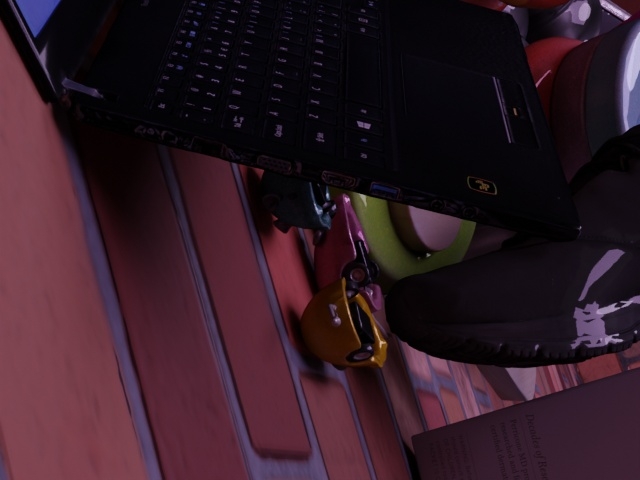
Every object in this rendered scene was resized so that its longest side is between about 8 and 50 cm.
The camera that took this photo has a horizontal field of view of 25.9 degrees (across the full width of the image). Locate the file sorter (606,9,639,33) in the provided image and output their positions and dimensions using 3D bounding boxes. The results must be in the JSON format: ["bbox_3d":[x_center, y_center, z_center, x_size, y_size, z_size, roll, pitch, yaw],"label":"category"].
[{"bbox_3d":[0.269,-0.037,1.252,0.182,0.290,0.202,5,62,-42],"label":"file sorter"}]

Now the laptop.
[{"bbox_3d":[-0.026,-0.134,0.507,0.234,0.264,0.136,-86,-169,-63],"label":"laptop"}]

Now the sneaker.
[{"bbox_3d":[0.164,0.001,0.794,0.109,0.286,0.130,168,-87,-66],"label":"sneaker"}]

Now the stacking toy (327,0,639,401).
[{"bbox_3d":[0.141,-0.068,0.837,0.309,0.130,0.279,42,58,-39],"label":"stacking toy"}]

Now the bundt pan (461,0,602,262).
[{"bbox_3d":[0.136,-0.132,1.056,0.331,0.124,0.331,28,57,-55],"label":"bundt pan"}]

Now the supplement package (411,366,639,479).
[{"bbox_3d":[0.227,0.178,0.798,0.177,0.293,0.175,55,20,-54],"label":"supplement package"}]

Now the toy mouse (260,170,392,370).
[{"bbox_3d":[0.000,0.000,0.683,0.161,0.031,0.143,47,26,-65],"label":"toy mouse"}]

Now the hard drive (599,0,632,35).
[{"bbox_3d":[0.168,-0.282,1.392,0.237,0.064,0.339,24,19,-29],"label":"hard drive"}]
